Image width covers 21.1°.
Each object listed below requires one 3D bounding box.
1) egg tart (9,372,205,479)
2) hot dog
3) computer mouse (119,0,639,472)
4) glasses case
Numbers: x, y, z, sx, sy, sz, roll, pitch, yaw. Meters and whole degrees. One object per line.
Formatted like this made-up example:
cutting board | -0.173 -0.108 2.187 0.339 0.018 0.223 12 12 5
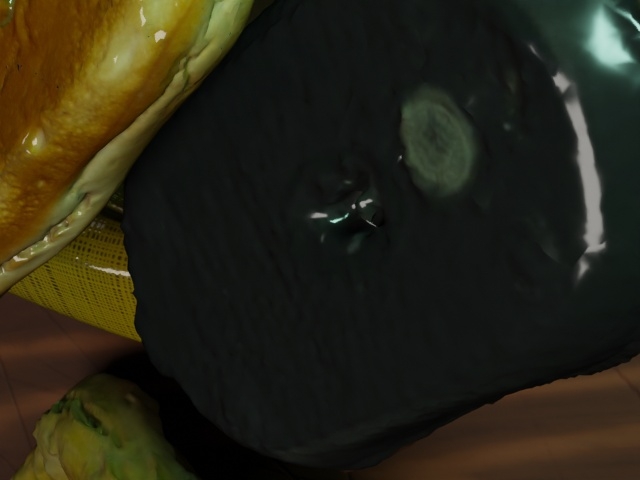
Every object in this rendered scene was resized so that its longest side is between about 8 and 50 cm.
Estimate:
egg tart | -0.096 0.265 0.925 0.169 0.388 0.388 3 147 -22
hot dog | -0.131 -0.062 0.679 0.135 0.100 0.337 43 140 -3
computer mouse | 0.037 -0.020 0.644 0.323 0.116 0.183 -31 79 53
glasses case | -0.145 -0.008 0.859 0.234 0.064 0.079 20 141 24
